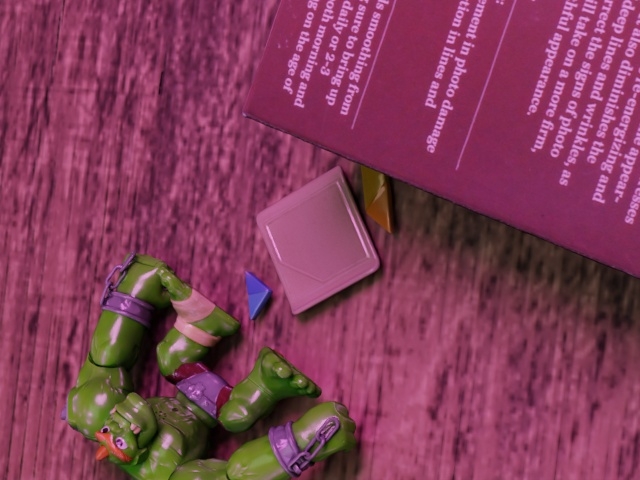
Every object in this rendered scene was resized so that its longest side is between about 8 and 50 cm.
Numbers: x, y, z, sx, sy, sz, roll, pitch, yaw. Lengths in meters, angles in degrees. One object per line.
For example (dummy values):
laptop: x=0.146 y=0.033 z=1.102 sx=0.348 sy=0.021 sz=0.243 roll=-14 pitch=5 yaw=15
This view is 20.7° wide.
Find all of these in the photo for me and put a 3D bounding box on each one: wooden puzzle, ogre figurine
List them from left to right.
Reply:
ogre figurine: x=-0.078 y=0.100 z=1.059 sx=0.197 sy=0.097 sz=0.118 roll=36 pitch=88 yaw=12
wooden puzzle: x=0.000 y=0.000 z=1.058 sx=0.116 sy=0.014 sz=0.078 roll=-22 pitch=72 yaw=28

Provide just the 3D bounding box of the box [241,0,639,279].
box: x=0.167 y=-0.085 z=0.890 sx=0.381 sy=0.143 sz=0.191 roll=25 pitch=100 yaw=31
